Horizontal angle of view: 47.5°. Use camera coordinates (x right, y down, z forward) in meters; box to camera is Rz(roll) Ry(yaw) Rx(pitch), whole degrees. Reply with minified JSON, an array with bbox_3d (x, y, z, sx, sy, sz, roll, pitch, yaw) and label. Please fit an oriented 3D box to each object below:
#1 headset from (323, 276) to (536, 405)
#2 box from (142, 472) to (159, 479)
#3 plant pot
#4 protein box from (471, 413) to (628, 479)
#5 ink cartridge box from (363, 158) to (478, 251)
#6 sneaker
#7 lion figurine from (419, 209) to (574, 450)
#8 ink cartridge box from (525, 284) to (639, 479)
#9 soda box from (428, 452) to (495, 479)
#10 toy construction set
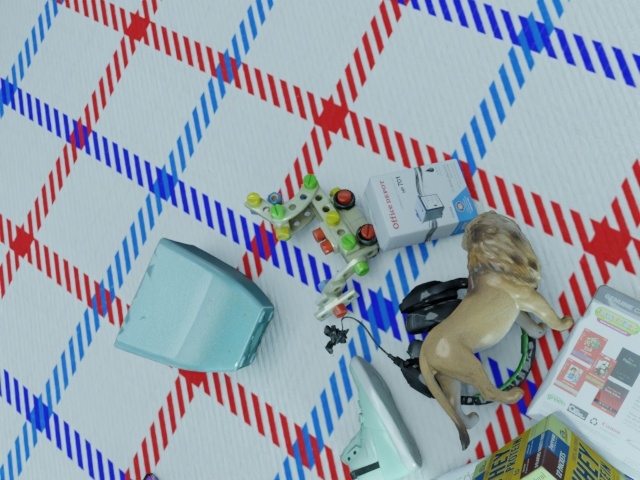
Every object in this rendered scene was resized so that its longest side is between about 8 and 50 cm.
[{"bbox_3d":[0.211,0.189,1.400,0.394,0.185,0.243,1,79,12],"label":"headset"},{"bbox_3d":[-0.366,0.625,1.645,0.162,0.029,0.116,36,95,27],"label":"box"},{"bbox_3d":[-0.247,0.161,1.583,0.252,0.248,0.247,22,88,8],"label":"plant pot"},{"bbox_3d":[0.380,0.438,1.202,0.201,0.136,0.200,41,124,1],"label":"protein box"},{"bbox_3d":[0.200,-0.072,1.473,0.191,0.082,0.139,-13,71,-13],"label":"ink cartridge box"},{"bbox_3d":[0.082,0.370,1.469,0.151,0.094,0.255,-33,67,17],"label":"sneaker"},{"bbox_3d":[0.281,0.145,1.287,0.240,0.142,0.392,42,67,-6],"label":"lion figurine"},{"bbox_3d":[0.566,0.266,1.258,0.309,0.130,0.271,30,92,25],"label":"ink cartridge box"},{"bbox_3d":[0.319,0.439,1.360,0.216,0.074,0.069,-27,70,16],"label":"soda box"},{"bbox_3d":[0.000,0.000,1.551,0.215,0.151,0.327,-27,76,-10],"label":"toy construction set"}]
